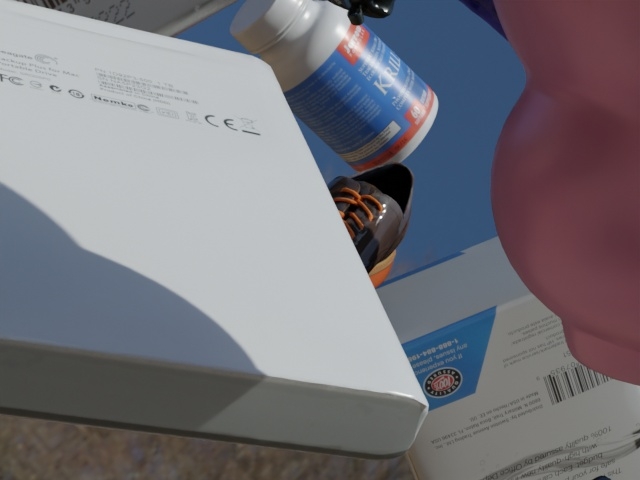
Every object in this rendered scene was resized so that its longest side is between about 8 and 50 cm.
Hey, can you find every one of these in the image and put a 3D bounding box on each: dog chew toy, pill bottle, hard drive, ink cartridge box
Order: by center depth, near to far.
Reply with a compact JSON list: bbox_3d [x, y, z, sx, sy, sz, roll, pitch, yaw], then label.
[{"bbox_3d":[0.148,-0.112,0.513,0.206,0.206,0.332,19,-81,25],"label":"dog chew toy"},{"bbox_3d":[-0.086,-0.020,0.748,0.203,0.307,0.040,10,-59,-23],"label":"hard drive"},{"bbox_3d":[0.183,0.163,1.451,0.223,0.129,0.307,-22,-63,-2],"label":"ink cartridge box"},{"bbox_3d":[0.012,-0.181,1.666,0.221,0.124,0.124,41,-44,-23],"label":"pill bottle"}]

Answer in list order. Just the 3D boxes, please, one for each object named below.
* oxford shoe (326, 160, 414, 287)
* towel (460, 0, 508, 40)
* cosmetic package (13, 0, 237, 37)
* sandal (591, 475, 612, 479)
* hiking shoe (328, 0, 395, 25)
[{"bbox_3d":[0.000,0.000,1.159,0.097,0.271,0.098,32,-66,8],"label":"oxford shoe"},{"bbox_3d":[0.170,-0.271,1.194,0.227,0.076,0.308,36,-27,6],"label":"towel"},{"bbox_3d":[-0.179,-0.214,1.189,0.230,0.453,0.161,-29,-79,4],"label":"cosmetic package"},{"bbox_3d":[0.204,0.277,0.981,0.097,0.054,0.254,148,-72,-82],"label":"sandal"},{"bbox_3d":[0.117,-0.316,1.447,0.132,0.304,0.113,43,-2,45],"label":"hiking shoe"}]
